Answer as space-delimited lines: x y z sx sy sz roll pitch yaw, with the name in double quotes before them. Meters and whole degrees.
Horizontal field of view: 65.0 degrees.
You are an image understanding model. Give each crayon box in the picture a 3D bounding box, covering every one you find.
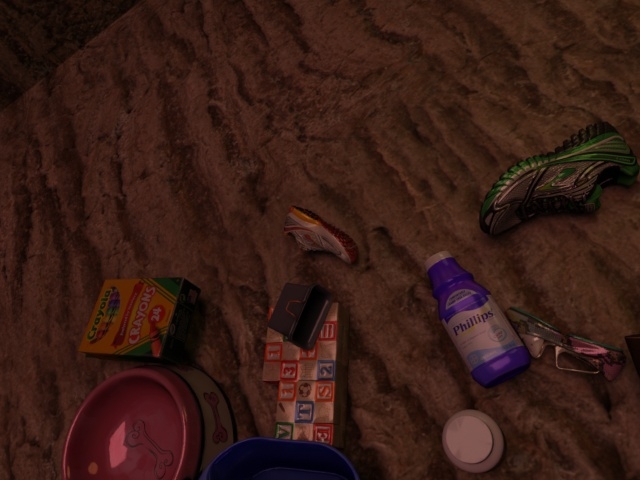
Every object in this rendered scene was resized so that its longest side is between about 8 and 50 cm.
"crayon box" -0.476 0.201 1.270 0.319 0.081 0.202 -4 61 25

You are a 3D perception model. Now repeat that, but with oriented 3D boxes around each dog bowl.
"dog bowl" -0.406 0.474 1.149 0.408 0.150 0.407 -9 63 19

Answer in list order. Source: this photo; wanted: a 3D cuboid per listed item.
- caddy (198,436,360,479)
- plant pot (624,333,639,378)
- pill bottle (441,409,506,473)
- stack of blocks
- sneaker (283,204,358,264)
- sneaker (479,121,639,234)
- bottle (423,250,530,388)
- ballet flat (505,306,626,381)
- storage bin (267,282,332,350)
"caddy" -0.076 0.504 0.936 0.342 0.179 0.241 -4 44 19
"plant pot" 0.624 0.258 0.789 0.216 0.215 0.230 -9 78 20
"pill bottle" 0.272 0.356 0.889 0.103 0.184 0.103 -9 63 19
"stack of blocks" -0.033 0.294 1.106 0.171 0.087 0.297 -7 65 21
"sneaker" 0.000 0.000 1.243 0.225 0.088 0.092 34 103 32
"sneaker" 0.489 -0.108 1.041 0.344 0.134 0.146 -30 59 7
"bottle" 0.305 0.150 1.024 0.118 0.092 0.282 -31 58 11
"ballet flat" 0.451 0.201 0.954 0.222 0.077 0.079 22 84 27
"storage bin" -0.053 0.153 1.079 0.091 0.098 0.135 11 71 38
